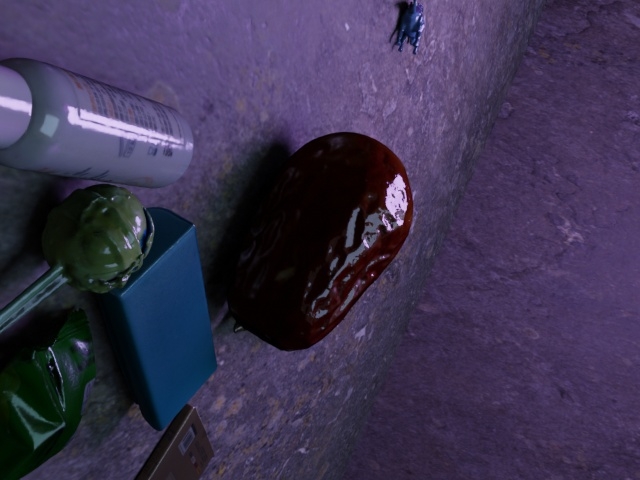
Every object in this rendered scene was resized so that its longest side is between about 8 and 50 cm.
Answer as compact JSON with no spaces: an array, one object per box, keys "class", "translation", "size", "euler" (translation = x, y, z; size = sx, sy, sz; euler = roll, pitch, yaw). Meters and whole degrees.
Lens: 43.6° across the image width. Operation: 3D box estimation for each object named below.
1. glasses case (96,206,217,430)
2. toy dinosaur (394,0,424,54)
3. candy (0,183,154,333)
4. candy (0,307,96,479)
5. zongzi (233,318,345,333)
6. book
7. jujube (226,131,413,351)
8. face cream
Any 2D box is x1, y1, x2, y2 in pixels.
[{"class":"glasses case","translation":[-0.188,0.097,0.914],"size":[0.117,0.070,0.301],"euler":[-49,158,-32]},{"class":"toy dinosaur","translation":[0.160,-0.377,1.408],"size":[0.197,0.045,0.080],"euler":[59,43,-79]},{"class":"candy","translation":[-0.264,0.069,0.639],"size":[0.335,0.092,0.093],"euler":[-46,-166,-34]},{"class":"candy","translation":[-0.268,0.168,0.733],"size":[0.203,0.078,0.141],"euler":[-63,164,6]},{"class":"zongzi","translation":[-0.056,0.116,1.324],"size":[0.241,0.111,0.247],"euler":[-39,159,-23]},{"class":"book","translation":[-0.258,0.413,1.185],"size":[0.310,0.021,0.216],"euler":[-58,162,-29]},{"class":"jujube","translation":[0.000,0.000,1.130],"size":[0.318,0.223,0.223],"euler":[-58,162,-15]},{"class":"face cream","translation":[-0.192,-0.088,0.620],"size":[0.081,0.082,0.269],"euler":[-69,163,6]}]
